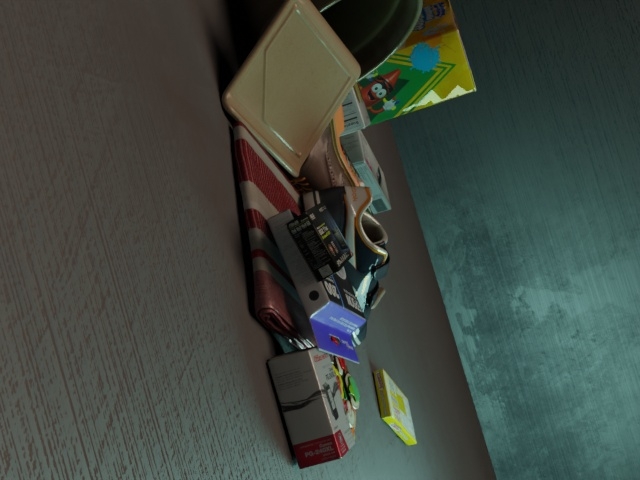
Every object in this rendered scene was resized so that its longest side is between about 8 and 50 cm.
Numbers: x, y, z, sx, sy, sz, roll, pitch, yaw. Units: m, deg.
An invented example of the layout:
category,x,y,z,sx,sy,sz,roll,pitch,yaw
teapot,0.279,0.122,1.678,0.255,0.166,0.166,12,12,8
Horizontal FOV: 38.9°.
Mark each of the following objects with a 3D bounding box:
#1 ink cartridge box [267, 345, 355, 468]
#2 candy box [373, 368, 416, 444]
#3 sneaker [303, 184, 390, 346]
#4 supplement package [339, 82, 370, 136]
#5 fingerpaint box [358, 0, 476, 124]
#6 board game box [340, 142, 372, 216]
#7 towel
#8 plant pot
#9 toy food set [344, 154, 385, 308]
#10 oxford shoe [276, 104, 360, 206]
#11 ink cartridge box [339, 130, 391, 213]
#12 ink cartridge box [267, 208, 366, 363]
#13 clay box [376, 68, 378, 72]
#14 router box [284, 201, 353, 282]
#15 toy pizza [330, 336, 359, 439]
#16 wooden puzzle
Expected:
category,x,y,z,sx,sy,sz,roll,pitch,yaw
ink cartridge box,-0.011,0.222,1.236,0.109,0.063,0.151,6,67,-77
candy box,0.158,0.353,1.907,0.206,0.027,0.105,54,25,-56
sneaker,0.064,0.050,1.591,0.126,0.127,0.321,-102,178,-57
supplement package,0.002,-0.333,1.883,0.139,0.133,0.244,-55,127,-76
fingerpaint box,0.158,-0.444,2.185,0.445,0.371,0.163,-87,157,-60
board game box,0.074,-0.136,2.200,0.260,0.030,0.136,54,24,-56
towel,-0.064,0.009,1.368,0.237,0.037,0.329,52,23,-55
plant pot,-0.020,-0.460,1.656,0.280,0.323,0.323,60,8,16
toy food set,0.065,-0.021,1.845,0.220,0.092,0.306,-35,107,-78
oxford shoe,-0.018,-0.111,1.621,0.132,0.130,0.364,-32,114,-45
ink cartridge box,0.110,-0.234,2.425,0.275,0.060,0.239,53,25,-59
ink cartridge box,0.008,0.072,1.345,0.208,0.045,0.206,68,12,18
clay box,0.064,-0.459,1.893,0.127,0.053,0.222,16,58,-78
router box,0.000,0.000,1.264,0.092,0.038,0.122,59,14,-3
toy pizza,0.029,0.237,1.470,0.201,0.032,0.201,-17,90,-78
wooden puzzle,-0.046,-0.254,1.461,0.221,0.044,0.239,43,71,-48
